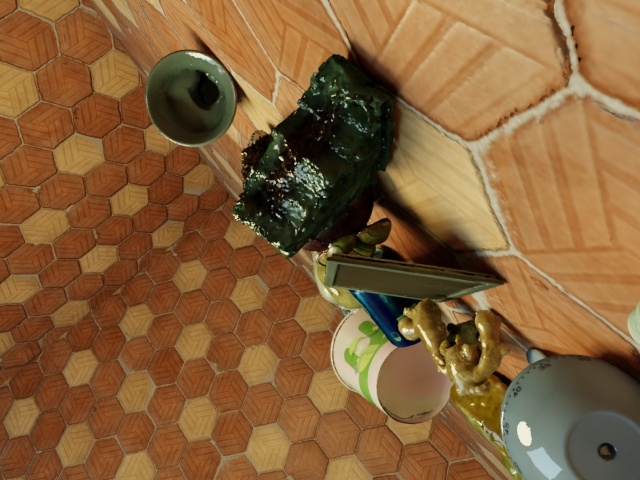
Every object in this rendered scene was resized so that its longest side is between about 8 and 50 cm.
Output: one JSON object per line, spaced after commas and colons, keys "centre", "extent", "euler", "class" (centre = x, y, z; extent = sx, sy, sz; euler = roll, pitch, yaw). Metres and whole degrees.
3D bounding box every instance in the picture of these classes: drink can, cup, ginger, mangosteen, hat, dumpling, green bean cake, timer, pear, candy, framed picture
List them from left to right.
{"centre": [-0.271, -0.314, 1.022], "extent": [0.199, 0.199, 0.150], "euler": [50, -170, -8], "class": "cup"}
{"centre": [-0.011, -0.083, 0.538], "extent": [0.107, 0.208, 0.193], "euler": [44, 173, 10], "class": "green bean cake"}
{"centre": [0.020, -0.039, 0.711], "extent": [0.180, 0.166, 0.166], "euler": [52, 172, 10], "class": "mangosteen"}
{"centre": [0.059, 0.104, 1.356], "extent": [0.247, 0.142, 0.172], "euler": [55, 137, 5], "class": "dumpling"}
{"centre": [0.072, 0.077, 1.053], "extent": [0.167, 0.136, 0.167], "euler": [46, 168, 13], "class": "pear"}
{"centre": [0.144, 0.118, 0.932], "extent": [0.205, 0.118, 0.118], "euler": [53, 171, -16], "class": "drink can"}
{"centre": [0.177, 0.302, 1.098], "extent": [0.253, 0.253, 0.274], "euler": [51, 172, -12], "class": "cup"}
{"centre": [0.120, 0.064, 0.712], "extent": [0.231, 0.018, 0.293], "euler": [8, 168, 1], "class": "framed picture"}
{"centre": [0.202, 0.165, 0.720], "extent": [0.053, 0.193, 0.176], "euler": [17, -129, -28], "class": "ginger"}
{"centre": [0.250, 0.167, 0.758], "extent": [0.077, 0.076, 0.059], "euler": [25, 135, 58], "class": "hat"}
{"centre": [0.375, 0.377, 0.907], "extent": [0.260, 0.118, 0.260], "euler": [49, 174, 7], "class": "candy"}
{"centre": [0.304, 0.208, 0.523], "extent": [0.175, 0.175, 0.255], "euler": [44, -162, 30], "class": "timer"}

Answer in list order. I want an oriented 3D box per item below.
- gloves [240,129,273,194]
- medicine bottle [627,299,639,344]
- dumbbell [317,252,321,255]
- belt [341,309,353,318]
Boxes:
{"centre": [-0.081, -0.129, 0.894], "extent": [0.312, 0.135, 0.210], "euler": [-104, 1, -61], "class": "gloves"}
{"centre": [0.252, 0.050, 0.313], "extent": [0.047, 0.047, 0.083], "euler": [45, 170, 27], "class": "medicine bottle"}
{"centre": [0.000, 0.000, 1.250], "extent": [0.092, 0.082, 0.231], "euler": [54, 170, -35], "class": "dumbbell"}
{"centre": [0.164, 0.261, 1.663], "extent": [0.179, 0.100, 0.065], "euler": [22, 155, 38], "class": "belt"}
